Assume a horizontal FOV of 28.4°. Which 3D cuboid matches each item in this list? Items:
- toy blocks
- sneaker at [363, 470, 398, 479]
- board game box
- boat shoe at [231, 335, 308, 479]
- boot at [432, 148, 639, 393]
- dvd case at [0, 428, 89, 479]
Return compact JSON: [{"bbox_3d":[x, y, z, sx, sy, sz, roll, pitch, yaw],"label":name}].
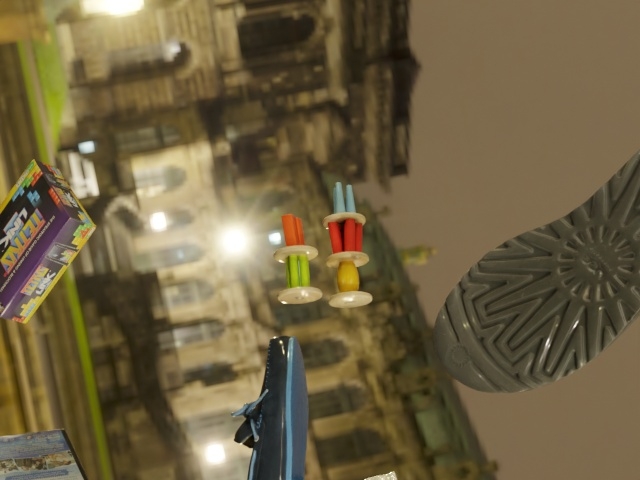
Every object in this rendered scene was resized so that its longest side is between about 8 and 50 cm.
[{"bbox_3d":[0.000,0.000,1.492,0.054,0.123,0.148,-32,-123,53],"label":"toy blocks"},{"bbox_3d":[0.082,0.383,1.661,0.053,0.061,0.152,76,6,-63],"label":"sneaker"},{"bbox_3d":[-0.386,0.001,1.676,0.048,0.170,0.141,24,19,-46],"label":"board game box"},{"bbox_3d":[-0.068,0.241,1.537,0.109,0.089,0.258,55,36,-64],"label":"boat shoe"},{"bbox_3d":[0.340,0.031,1.424,0.146,0.367,0.445,57,16,12],"label":"boot"},{"bbox_3d":[-0.416,0.348,1.774,0.253,0.180,0.022,-136,-132,-55],"label":"dvd case"}]
